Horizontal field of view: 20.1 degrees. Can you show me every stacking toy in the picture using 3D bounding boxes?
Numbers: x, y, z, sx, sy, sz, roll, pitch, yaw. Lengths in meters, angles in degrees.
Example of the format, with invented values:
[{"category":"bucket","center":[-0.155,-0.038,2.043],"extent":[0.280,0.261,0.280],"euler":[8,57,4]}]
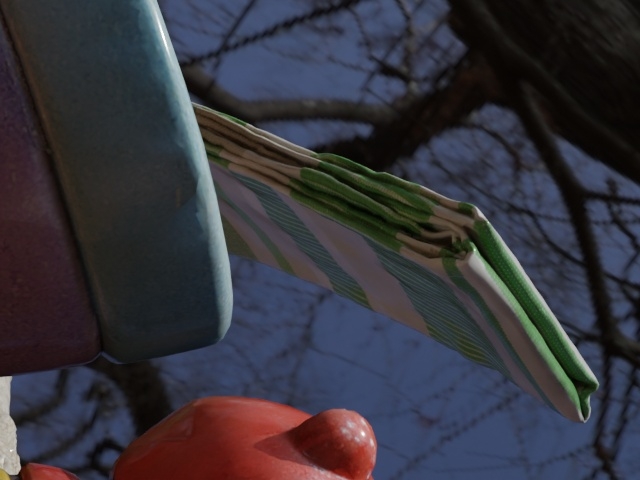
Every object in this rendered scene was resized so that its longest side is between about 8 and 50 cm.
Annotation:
[{"category":"stacking toy","center":[-0.079,-0.013,0.506],"extent":[0.130,0.309,0.279],"euler":[-20,-135,-11]}]

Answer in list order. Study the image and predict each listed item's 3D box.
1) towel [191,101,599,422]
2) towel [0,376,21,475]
[{"category":"towel","center":[0.000,0.000,1.089],"extent":[0.325,0.248,0.038],"euler":[22,-105,33]},{"category":"towel","center":[-0.225,0.156,0.808],"extent":[0.282,0.049,0.187],"euler":[-44,-147,20]}]
